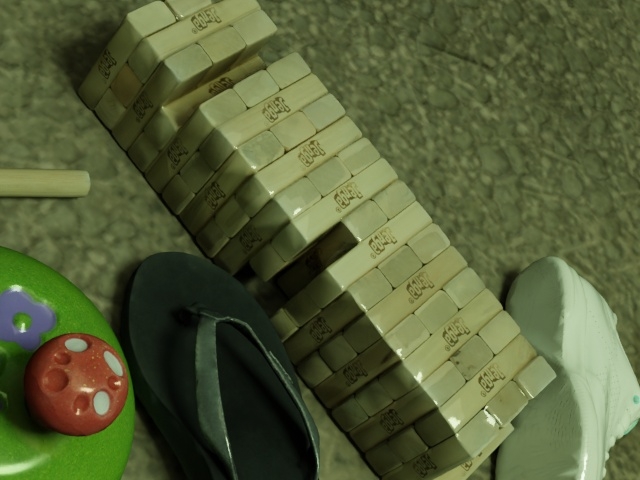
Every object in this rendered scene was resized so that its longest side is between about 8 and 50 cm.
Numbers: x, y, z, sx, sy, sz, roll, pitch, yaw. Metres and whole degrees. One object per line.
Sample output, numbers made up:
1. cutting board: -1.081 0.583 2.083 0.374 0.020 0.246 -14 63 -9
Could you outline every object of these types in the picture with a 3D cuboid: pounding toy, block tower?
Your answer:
1. pounding toy: -0.170 0.041 0.686 0.182 0.110 0.237 2 63 -30
2. block tower: 0.000 0.000 0.821 0.091 0.097 0.335 -35 86 -38

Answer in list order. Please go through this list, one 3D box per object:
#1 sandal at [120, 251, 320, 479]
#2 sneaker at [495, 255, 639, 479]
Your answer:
1. sandal: -0.037 0.107 0.745 0.097 0.054 0.255 -4 55 -34
2. sneaker: 0.171 0.114 0.875 0.094 0.080 0.212 30 51 -28
